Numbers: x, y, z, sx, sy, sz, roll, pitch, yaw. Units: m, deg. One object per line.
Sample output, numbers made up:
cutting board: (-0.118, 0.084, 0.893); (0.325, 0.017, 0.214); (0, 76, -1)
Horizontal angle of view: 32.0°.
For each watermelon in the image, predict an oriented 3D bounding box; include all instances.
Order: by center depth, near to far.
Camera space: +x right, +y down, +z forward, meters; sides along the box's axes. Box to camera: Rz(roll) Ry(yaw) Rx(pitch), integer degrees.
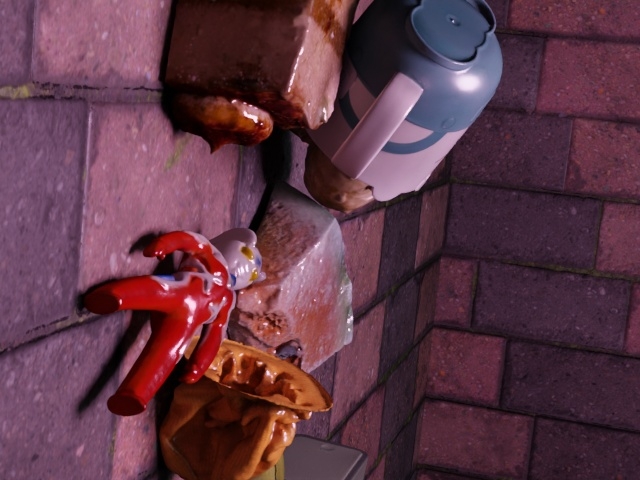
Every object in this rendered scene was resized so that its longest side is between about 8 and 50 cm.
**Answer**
watermelon: (-0.035, 0.082, 1.815); (0.302, 0.151, 0.264); (-67, 158, -46)

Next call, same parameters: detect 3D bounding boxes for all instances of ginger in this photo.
ginger: (0.015, -0.194, 1.794); (0.244, 0.155, 0.304); (109, -43, -76)

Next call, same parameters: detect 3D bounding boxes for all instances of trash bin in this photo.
trash bin: (-0.037, 0.563, 2.066); (0.223, 0.158, 0.344); (-33, 135, -70)

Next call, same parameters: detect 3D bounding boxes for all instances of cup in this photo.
cup: (0.106, -0.200, 1.535); (0.258, 0.219, 0.290); (-52, -178, 41)

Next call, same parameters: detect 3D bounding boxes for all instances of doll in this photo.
doll: (-0.168, 0.075, 1.412); (0.384, 0.099, 0.189); (-47, 130, -63)

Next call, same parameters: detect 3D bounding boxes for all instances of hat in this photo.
hat: (-0.123, 0.283, 1.536); (0.233, 0.244, 0.233); (1, 110, -67)

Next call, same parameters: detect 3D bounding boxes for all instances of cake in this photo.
cake: (-0.076, -0.247, 1.420); (0.196, 0.198, 0.293); (41, 59, -76)

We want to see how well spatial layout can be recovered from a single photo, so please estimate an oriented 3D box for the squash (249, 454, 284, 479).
squash: (-0.105, 0.349, 1.812); (0.094, 0.094, 0.341); (-65, 157, -48)
